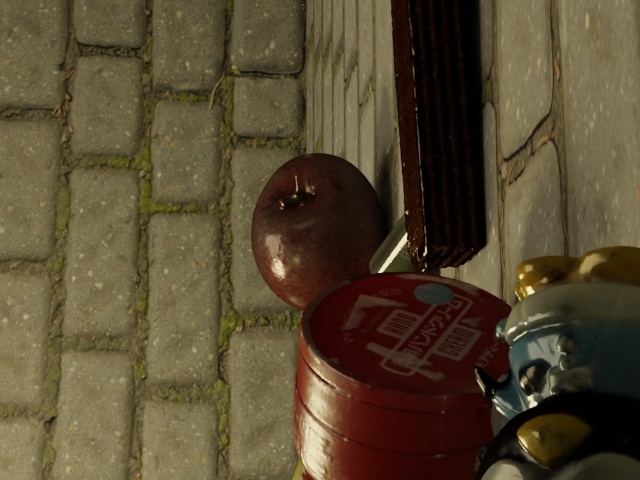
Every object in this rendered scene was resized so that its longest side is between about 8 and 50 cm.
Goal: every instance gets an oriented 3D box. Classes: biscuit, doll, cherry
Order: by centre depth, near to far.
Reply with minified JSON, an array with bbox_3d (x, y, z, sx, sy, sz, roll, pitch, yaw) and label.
[{"bbox_3d":[0.159,0.158,0.795,0.141,0.177,0.314,33,-127,-50],"label":"doll"},{"bbox_3d":[0.131,-0.156,1.518,0.107,0.073,0.388,117,151,-75],"label":"biscuit"},{"bbox_3d":[0.000,0.000,2.188,0.307,0.221,0.261,78,-165,-51],"label":"cherry"}]

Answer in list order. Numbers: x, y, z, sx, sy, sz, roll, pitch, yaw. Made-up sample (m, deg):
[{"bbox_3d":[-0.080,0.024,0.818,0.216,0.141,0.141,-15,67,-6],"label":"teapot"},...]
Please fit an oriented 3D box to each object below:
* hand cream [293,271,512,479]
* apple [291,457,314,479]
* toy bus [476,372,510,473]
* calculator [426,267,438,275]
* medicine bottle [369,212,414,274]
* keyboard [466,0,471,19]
[{"bbox_3d":[0.084,0.143,1.258,0.230,0.230,0.149,-99,14,-61],"label":"hand cream"},{"bbox_3d":[0.022,0.382,2.118,0.195,0.160,0.173,115,152,-72],"label":"apple"},{"bbox_3d":[0.169,0.260,0.973,0.138,0.112,0.317,-116,27,-69],"label":"toy bus"},{"bbox_3d":[0.128,0.049,1.840,0.262,0.021,0.161,101,168,-61],"label":"calculator"},{"bbox_3d":[0.122,-0.011,1.663,0.199,0.057,0.058,124,150,-51],"label":"medicine bottle"},{"bbox_3d":[0.166,-0.261,1.569,0.061,0.013,0.204,-96,10,-57],"label":"keyboard"}]
